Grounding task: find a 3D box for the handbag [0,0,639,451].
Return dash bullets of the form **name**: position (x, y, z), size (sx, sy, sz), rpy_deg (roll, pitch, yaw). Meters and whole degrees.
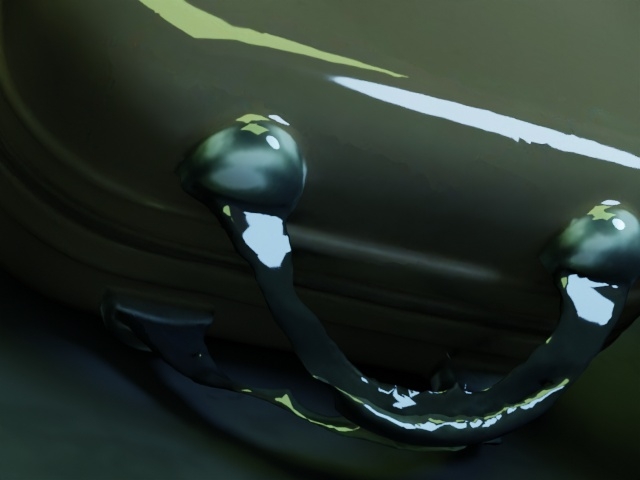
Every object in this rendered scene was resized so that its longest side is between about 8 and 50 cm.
- **handbag**: position (0.011, -0.042, 0.494), size (0.301, 0.149, 0.283), rpy_deg (13, 46, -25)
